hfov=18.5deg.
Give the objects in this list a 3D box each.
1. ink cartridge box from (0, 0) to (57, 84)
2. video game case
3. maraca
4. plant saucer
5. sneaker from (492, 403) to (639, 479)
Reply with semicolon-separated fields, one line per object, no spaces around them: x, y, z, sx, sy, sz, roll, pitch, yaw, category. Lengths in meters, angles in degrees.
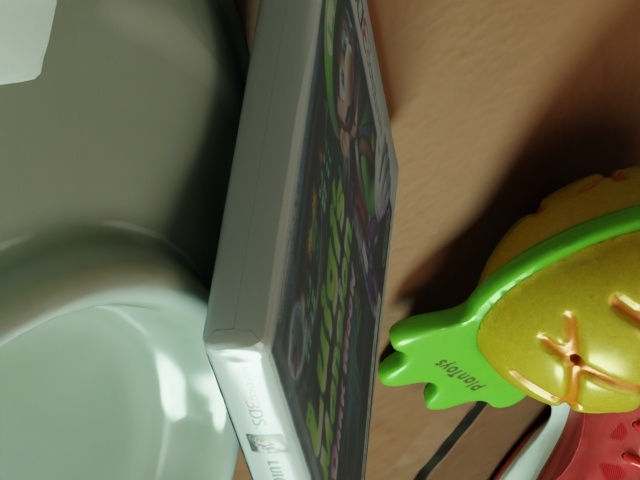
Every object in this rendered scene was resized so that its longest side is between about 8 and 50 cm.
-0.169;-0.121;0.314;0.233;0.171;0.168;-13;137;-36;ink cartridge box
0.000;0.000;0.643;0.022;0.190;0.173;1;145;11;video game case
0.114;0.030;0.856;0.186;0.099;0.127;-26;144;23;maraca
-0.126;0.080;0.563;0.400;0.100;0.400;-41;149;-32;plant saucer
0.169;0.111;0.969;0.087;0.128;0.221;-12;137;-38;sneaker
